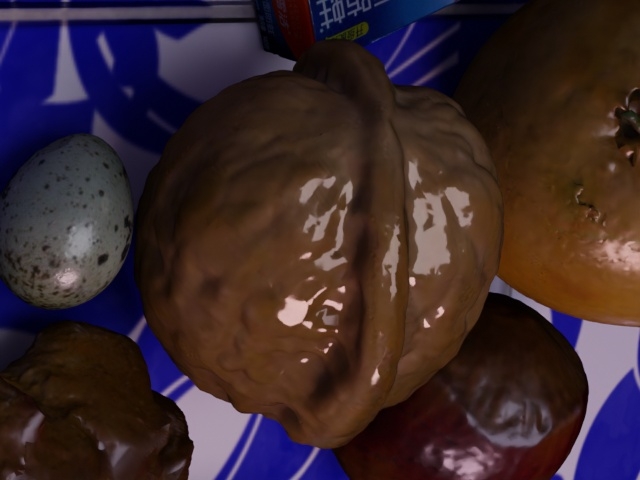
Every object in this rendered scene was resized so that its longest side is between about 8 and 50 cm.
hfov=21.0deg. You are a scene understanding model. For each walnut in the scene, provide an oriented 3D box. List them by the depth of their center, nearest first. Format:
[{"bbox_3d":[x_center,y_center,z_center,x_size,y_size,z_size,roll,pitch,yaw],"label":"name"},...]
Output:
[{"bbox_3d":[0.000,0.000,1.071,0.224,0.257,0.257,2,105,-17],"label":"walnut"}]

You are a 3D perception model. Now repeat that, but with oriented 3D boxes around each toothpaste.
[{"bbox_3d":[0.093,-0.217,1.209,0.320,0.066,0.076,-29,122,-30],"label":"toothpaste"}]

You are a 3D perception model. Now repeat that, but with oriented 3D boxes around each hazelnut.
[{"bbox_3d":[0.101,0.117,1.290,0.201,0.160,0.170,12,78,-5],"label":"hazelnut"}]

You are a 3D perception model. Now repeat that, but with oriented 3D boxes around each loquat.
[{"bbox_3d":[0.219,-0.062,1.239,0.263,0.263,0.263,-16,115,-37],"label":"loquat"}]

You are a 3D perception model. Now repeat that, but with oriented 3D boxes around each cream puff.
[{"bbox_3d":[-0.190,0.181,1.050,0.241,0.154,0.269,7,94,-48],"label":"cream puff"}]

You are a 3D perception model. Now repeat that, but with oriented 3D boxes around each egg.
[{"bbox_3d":[-0.156,-0.012,1.049,0.085,0.085,0.110,15,87,-43],"label":"egg"}]
